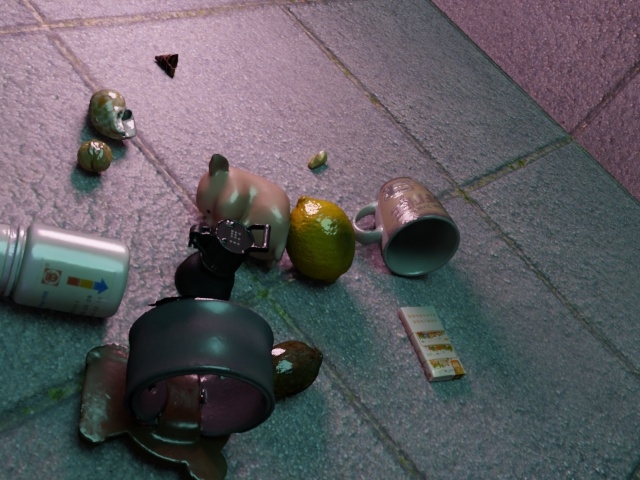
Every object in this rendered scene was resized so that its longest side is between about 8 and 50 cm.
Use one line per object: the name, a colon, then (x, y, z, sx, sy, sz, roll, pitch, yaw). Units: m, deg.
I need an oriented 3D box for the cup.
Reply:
cup: (0.221, -0.055, 2.184, 0.301, 0.227, 0.257, -2, 39, -16)

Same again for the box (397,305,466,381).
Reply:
box: (0.302, 0.277, 2.032, 0.122, 0.032, 0.220, 2, 50, -35)

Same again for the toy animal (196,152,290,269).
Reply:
toy animal: (-0.200, -0.069, 1.906, 0.256, 0.195, 0.212, 22, 71, -13)

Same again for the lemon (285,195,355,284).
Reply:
lemon: (0.000, 0.000, 1.954, 0.188, 0.188, 0.256, -47, 123, -50)

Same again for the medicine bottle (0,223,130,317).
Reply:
medicine bottle: (-0.552, 0.056, 1.533, 0.293, 0.170, 0.170, 13, 45, -26)

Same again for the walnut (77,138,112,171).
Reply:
walnut: (-0.559, -0.209, 1.854, 0.092, 0.092, 0.092, 19, 43, -19)

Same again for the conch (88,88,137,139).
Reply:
conch: (-0.553, -0.330, 1.960, 0.173, 0.106, 0.116, 59, 31, 2)

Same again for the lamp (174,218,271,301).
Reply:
lamp: (-0.238, 0.034, 1.731, 0.172, 0.227, 0.147, 21, 43, -17)

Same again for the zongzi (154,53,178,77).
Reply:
zongzi: (-0.454, -0.528, 2.262, 0.067, 0.073, 0.083, -5, 15, -38)

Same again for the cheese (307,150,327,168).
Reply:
cheese: (-0.008, -0.252, 2.310, 0.030, 0.044, 0.083, 33, 40, 22)

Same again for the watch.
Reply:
watch: (-0.260, 0.260, 1.422, 0.335, 0.327, 0.314, 15, 44, -22)

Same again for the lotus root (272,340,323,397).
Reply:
lotus root: (-0.069, 0.289, 1.698, 0.210, 0.120, 0.120, -14, 61, -42)
